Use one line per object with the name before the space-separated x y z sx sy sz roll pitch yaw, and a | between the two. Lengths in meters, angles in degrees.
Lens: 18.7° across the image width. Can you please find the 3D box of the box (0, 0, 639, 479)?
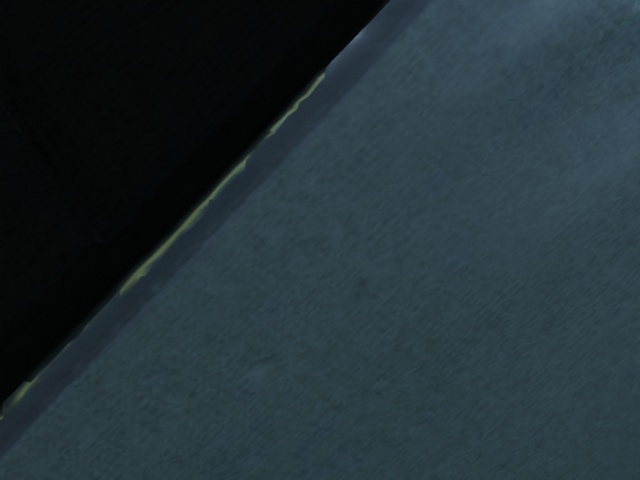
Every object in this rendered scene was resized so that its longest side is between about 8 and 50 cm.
box | 0.000 0.001 0.594 0.251 0.204 0.345 -45 142 10
